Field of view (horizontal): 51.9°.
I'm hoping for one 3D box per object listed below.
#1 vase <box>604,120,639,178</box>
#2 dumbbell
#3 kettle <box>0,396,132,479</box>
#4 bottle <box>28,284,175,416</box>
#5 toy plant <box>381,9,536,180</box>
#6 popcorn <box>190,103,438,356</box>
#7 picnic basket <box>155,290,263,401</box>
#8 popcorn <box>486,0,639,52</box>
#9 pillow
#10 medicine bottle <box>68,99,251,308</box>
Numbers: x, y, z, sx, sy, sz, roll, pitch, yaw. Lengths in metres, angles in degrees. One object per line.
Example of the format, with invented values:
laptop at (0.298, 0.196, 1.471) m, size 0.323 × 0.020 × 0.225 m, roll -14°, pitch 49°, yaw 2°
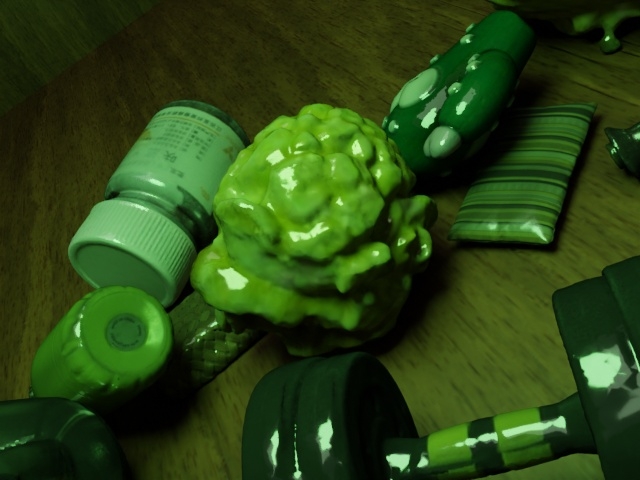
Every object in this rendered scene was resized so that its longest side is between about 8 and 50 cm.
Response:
vase at (0.352, -0.125, 0.599) m, size 0.183 × 0.120 × 0.120 m, roll -34°, pitch 33°, yaw 29°
dumbbell at (0.111, 0.135, 0.429) m, size 0.388 × 0.185 × 0.185 m, roll -21°, pitch 38°, yaw 20°
kettle at (-0.333, 0.252, 0.562) m, size 0.324 × 0.321 × 0.228 m, roll -28°, pitch 70°, yaw 0°
bottle at (-0.256, 0.141, 0.723) m, size 0.260 × 0.112 × 0.112 m, roll -37°, pitch 26°, yaw 46°
toy plant at (0.146, -0.150, 0.759) m, size 0.243 × 0.112 × 0.232 m, roll -56°, pitch 9°, yaw -30°
popcorn at (0.000, 0.000, 0.647) m, size 0.212 × 0.259 × 0.259 m, roll 21°, pitch 57°, yaw 10°
picnic basket at (-0.128, 0.095, 0.772) m, size 0.193 × 0.055 × 0.110 m, roll -42°, pitch 36°, yaw -6°
popcorn at (0.312, -0.422, 0.753) m, size 0.349 × 0.349 × 0.381 m, roll 7°, pitch 90°, yaw 43°
pillow at (0.217, -0.073, 0.699) m, size 0.113 × 0.038 × 0.203 m, roll 3°, pitch 51°, yaw 40°
medicine bottle at (-0.212, -0.054, 0.911) m, size 0.165 × 0.165 × 0.273 m, roll -8°, pitch 43°, yaw 33°
